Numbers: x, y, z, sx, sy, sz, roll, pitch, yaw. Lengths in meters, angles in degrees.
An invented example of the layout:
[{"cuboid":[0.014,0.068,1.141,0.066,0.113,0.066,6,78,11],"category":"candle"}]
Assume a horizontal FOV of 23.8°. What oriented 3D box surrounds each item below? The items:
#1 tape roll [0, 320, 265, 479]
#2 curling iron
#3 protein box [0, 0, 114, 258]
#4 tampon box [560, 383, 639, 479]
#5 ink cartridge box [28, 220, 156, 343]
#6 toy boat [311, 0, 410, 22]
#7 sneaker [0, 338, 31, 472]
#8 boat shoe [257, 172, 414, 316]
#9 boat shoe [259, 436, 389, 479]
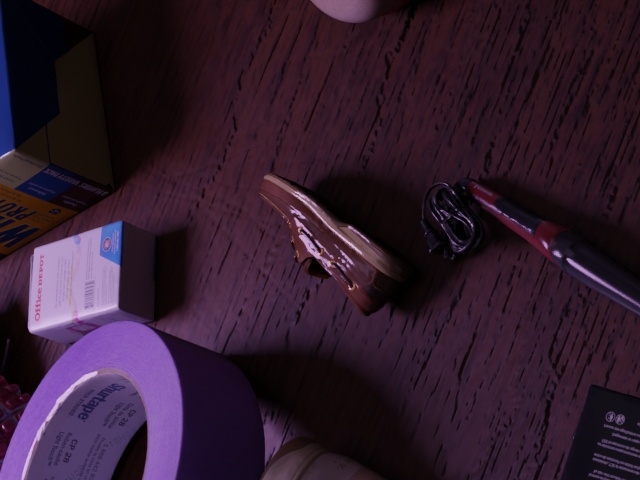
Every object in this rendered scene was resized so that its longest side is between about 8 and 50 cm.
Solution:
[{"cuboid":[-0.168,0.211,1.282,0.275,0.090,0.275,-30,48,39],"category":"tape roll"},{"cuboid":[0.178,0.018,1.144,0.274,0.035,0.068,27,96,42],"category":"curling iron"},{"cuboid":[-0.337,-0.111,1.541,0.201,0.136,0.200,-28,59,29],"category":"protein box"},{"cuboid":[0.221,0.193,0.987,0.101,0.120,0.161,14,84,42],"category":"tampon box"},{"cuboid":[-0.218,0.042,1.445,0.122,0.052,0.089,-15,65,33],"category":"ink cartridge box"},{"cuboid":[0.027,-0.301,1.335,0.151,0.151,0.231,-31,51,-9],"category":"toy boat"},{"cuboid":[-0.343,0.179,1.471,0.299,0.120,0.112,56,140,36],"category":"sneaker"},{"cuboid":[0.000,0.000,1.275,0.178,0.064,0.060,38,97,38],"category":"boat shoe"},{"cuboid":[-0.037,0.307,1.168,0.098,0.109,0.302,22,84,25],"category":"boat shoe"}]
